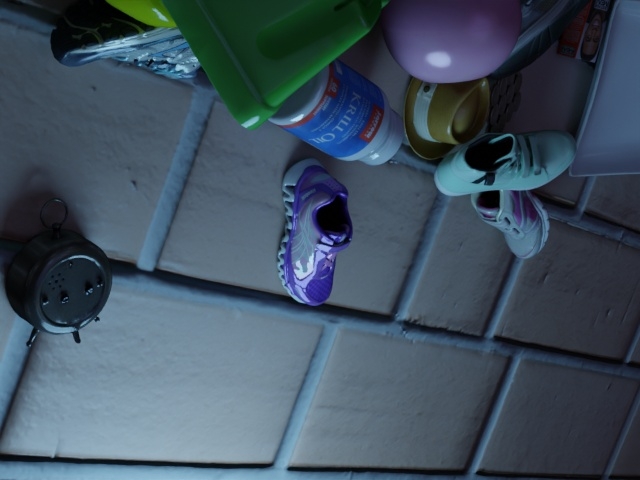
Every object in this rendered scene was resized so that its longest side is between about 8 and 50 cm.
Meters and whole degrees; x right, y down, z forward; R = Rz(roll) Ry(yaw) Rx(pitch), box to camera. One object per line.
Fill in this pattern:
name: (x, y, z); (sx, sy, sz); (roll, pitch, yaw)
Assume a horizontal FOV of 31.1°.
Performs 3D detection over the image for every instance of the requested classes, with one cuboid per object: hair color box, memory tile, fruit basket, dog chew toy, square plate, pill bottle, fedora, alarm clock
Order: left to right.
alarm clock: (-0.328, 0.037, 1.450); (0.129, 0.064, 0.192); (-21, 120, -37)
fruit basket: (-0.107, -0.305, 1.268); (0.392, 0.392, 0.283); (-41, 113, -23)
pill bottle: (0.023, -0.187, 1.640); (0.221, 0.124, 0.124); (24, 92, -48)
dog chew toy: (0.183, -0.401, 1.650); (0.206, 0.206, 0.332); (-22, 116, -36)
fedora: (0.218, -0.218, 1.852); (0.194, 0.079, 0.194); (-21, 122, -37)
memory tile: (0.311, -0.241, 1.946); (0.148, 0.012, 0.113); (-50, 146, -43)
hair color box: (0.476, -0.394, 2.049); (0.072, 0.043, 0.141); (-1, 110, -46)
square plate: (0.636, -0.292, 2.201); (0.344, 0.049, 0.347); (-4, 117, -30)

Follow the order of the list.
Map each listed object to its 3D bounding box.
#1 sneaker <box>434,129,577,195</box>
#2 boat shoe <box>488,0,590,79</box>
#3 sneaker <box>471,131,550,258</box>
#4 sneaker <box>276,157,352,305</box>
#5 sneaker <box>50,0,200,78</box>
sneaker: (0.325, -0.135, 1.866); (0.255, 0.151, 0.094); (-15, 83, -15)
boat shoe: (0.366, -0.395, 1.881); (0.320, 0.103, 0.118); (-47, 165, -6)
sneaker: (0.321, -0.062, 2.024); (0.111, 0.103, 0.252); (-39, 124, -23)
sneaker: (0.000, 0.000, 1.723); (0.095, 0.104, 0.236); (-22, 125, -38)
sneaker: (-0.195, -0.244, 1.413); (0.283, 0.110, 0.122); (-23, 135, -31)
